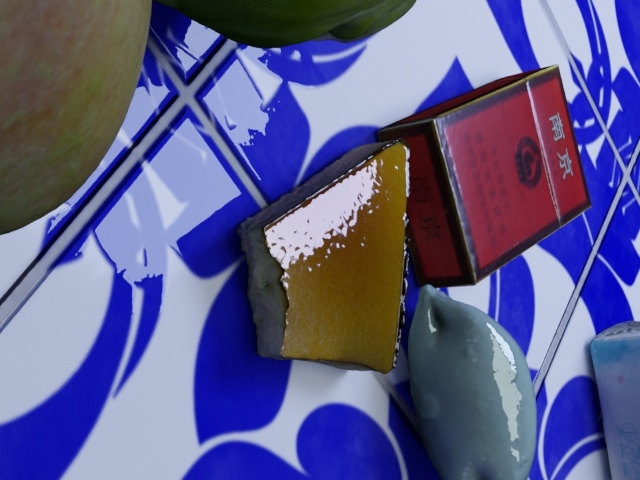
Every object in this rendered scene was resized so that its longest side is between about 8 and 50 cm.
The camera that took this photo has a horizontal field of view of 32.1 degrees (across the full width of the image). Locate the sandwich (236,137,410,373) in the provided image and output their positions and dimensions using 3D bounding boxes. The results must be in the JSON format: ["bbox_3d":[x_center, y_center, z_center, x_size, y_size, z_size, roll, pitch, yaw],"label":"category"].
[{"bbox_3d":[0.000,0.000,0.860,0.162,0.058,0.193,15,76,-46],"label":"sandwich"}]

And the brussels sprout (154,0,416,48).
[{"bbox_3d":[-0.034,-0.267,0.686,0.289,0.281,0.355,-59,154,-15],"label":"brussels sprout"}]

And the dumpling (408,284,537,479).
[{"bbox_3d":[0.128,0.136,0.974,0.105,0.149,0.217,-18,93,-10],"label":"dumpling"}]

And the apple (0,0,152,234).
[{"bbox_3d":[-0.220,-0.152,0.443,0.319,0.319,0.277,21,70,-46],"label":"apple"}]

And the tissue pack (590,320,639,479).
[{"bbox_3d":[0.411,0.218,1.199,0.124,0.201,0.271,-10,91,-46],"label":"tissue pack"}]

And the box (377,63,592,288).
[{"bbox_3d":[0.162,-0.065,1.046,0.240,0.074,0.153,-27,101,-48],"label":"box"}]
